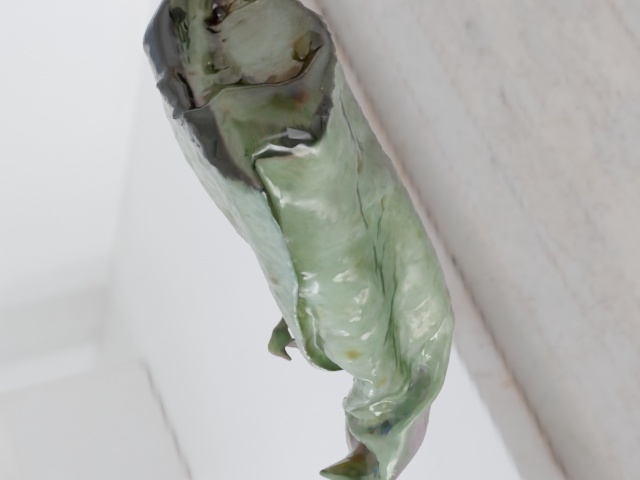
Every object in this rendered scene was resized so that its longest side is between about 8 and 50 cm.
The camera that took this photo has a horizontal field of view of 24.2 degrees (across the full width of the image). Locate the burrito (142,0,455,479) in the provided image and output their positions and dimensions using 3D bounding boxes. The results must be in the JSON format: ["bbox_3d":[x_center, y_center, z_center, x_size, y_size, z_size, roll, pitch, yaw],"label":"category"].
[{"bbox_3d":[0.000,0.000,0.649,0.144,0.089,0.229,-113,0,-48],"label":"burrito"}]
